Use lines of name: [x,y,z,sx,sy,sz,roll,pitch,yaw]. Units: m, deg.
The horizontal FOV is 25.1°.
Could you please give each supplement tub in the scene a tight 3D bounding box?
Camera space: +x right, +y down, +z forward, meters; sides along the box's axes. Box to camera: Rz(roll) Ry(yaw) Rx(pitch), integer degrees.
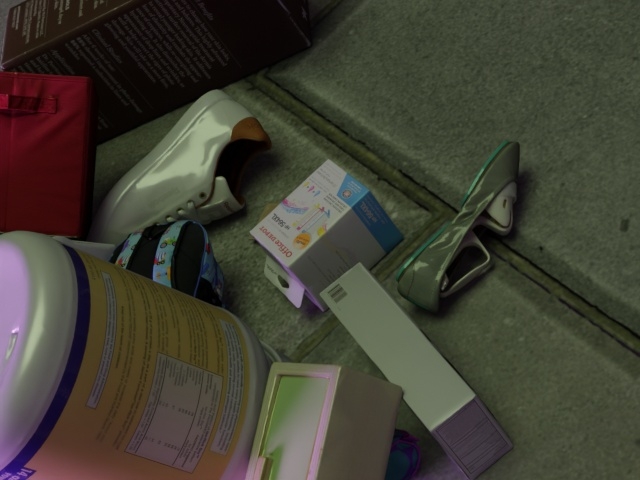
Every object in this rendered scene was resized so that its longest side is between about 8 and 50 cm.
supplement tub: [-0.199,0.152,1.400,0.241,0.331,0.241,-28,49,39]

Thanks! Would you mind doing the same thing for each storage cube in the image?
storage cube: [-0.373,-0.099,1.771,0.183,0.215,0.193,3,88,-6]

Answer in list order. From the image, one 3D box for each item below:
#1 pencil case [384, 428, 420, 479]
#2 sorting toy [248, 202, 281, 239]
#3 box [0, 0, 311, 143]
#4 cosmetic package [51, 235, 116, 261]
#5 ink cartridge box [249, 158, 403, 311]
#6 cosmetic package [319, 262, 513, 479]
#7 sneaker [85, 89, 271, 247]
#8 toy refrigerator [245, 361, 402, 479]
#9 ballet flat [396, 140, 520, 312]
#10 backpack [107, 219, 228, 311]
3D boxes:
pencil case: [0.035,0.190,1.441,0.151,0.064,0.070,36,97,47]
sorting toy: [-0.042,-0.022,1.721,0.083,0.012,0.062,0,49,39]
box: [-0.223,-0.291,1.955,0.381,0.191,0.143,-21,44,18]
cosmetic package: [-0.443,0.072,1.746,0.365,0.197,0.155,0,86,38]
ink cartridge box: [0.000,0.000,1.614,0.143,0.090,0.092,-43,42,-6]
cosmetic package: [0.093,0.125,1.433,0.060,0.099,0.239,-38,42,-3]
sneaker: [-0.175,-0.045,1.769,0.123,0.106,0.290,38,90,26]
toy refrigerator: [-0.016,0.252,1.329,0.102,0.094,0.269,-2,71,49]
ballet flat: [0.166,-0.011,1.538,0.068,0.072,0.213,35,77,19]
backpack: [-0.181,0.068,1.660,0.158,0.117,0.173,-13,48,26]
